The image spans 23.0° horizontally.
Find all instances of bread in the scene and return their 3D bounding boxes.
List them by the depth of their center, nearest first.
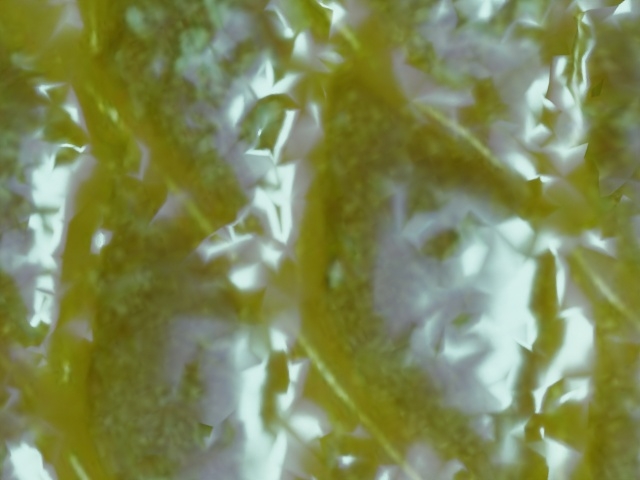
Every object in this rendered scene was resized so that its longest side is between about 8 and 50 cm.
[{"bbox_3d":[0.000,0.000,0.504,0.279,0.207,0.279,-26,75,8],"label":"bread"}]
